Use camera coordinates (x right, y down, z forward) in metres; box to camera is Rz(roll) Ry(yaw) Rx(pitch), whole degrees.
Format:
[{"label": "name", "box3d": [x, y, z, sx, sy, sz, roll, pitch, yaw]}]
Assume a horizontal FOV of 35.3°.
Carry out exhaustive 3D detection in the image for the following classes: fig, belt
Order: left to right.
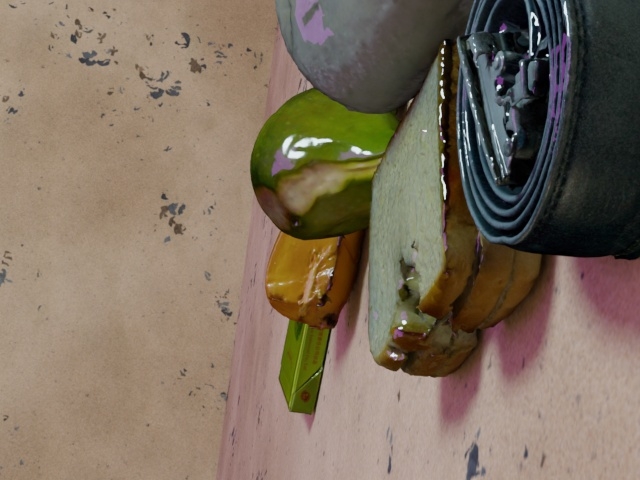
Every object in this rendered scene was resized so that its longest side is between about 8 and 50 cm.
[{"label": "fig", "box3d": [0.045, -0.097, 1.241, 0.275, 0.206, 0.206, -4, 75, 53]}, {"label": "belt", "box3d": [0.159, -0.109, 0.691, 0.268, 0.116, 0.206, -97, 14, -51]}]

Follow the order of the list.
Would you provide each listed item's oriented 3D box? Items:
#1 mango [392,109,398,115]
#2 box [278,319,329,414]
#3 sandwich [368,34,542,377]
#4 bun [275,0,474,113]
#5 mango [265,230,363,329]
[{"label": "mango", "box3d": [0.084, -0.242, 1.374, 0.091, 0.074, 0.165, 131, 147, -75]}, {"label": "box", "box3d": [-0.013, 0.104, 1.682, 0.187, 0.047, 0.335, -132, 53, -77]}, {"label": "sandwich", "box3d": [0.115, -0.017, 0.919, 0.273, 0.095, 0.249, 116, 162, -61]}, {"label": "bun", "box3d": [0.070, -0.295, 0.988, 0.354, 0.194, 0.354, -58, 14, 23]}, {"label": "mango", "box3d": [0.000, 0.000, 1.477, 0.154, 0.126, 0.252, 67, -142, -71]}]
